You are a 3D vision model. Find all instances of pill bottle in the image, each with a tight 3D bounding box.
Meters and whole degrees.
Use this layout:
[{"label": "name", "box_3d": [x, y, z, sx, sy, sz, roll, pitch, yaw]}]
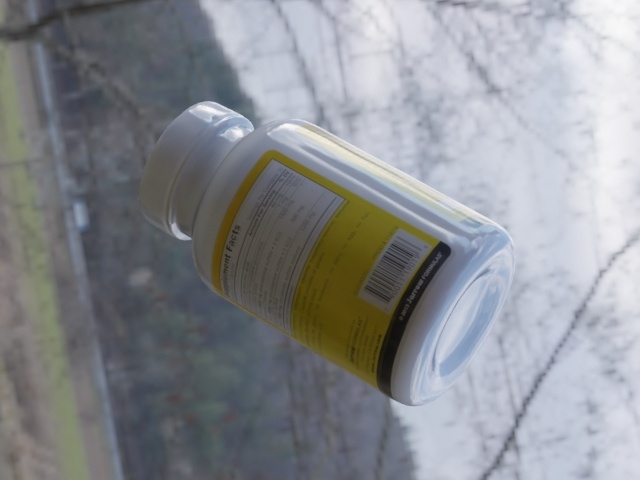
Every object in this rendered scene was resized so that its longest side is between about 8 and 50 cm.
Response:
[{"label": "pill bottle", "box_3d": [0.000, 0.000, 0.876, 0.184, 0.103, 0.103, 30, -35, 22]}]
